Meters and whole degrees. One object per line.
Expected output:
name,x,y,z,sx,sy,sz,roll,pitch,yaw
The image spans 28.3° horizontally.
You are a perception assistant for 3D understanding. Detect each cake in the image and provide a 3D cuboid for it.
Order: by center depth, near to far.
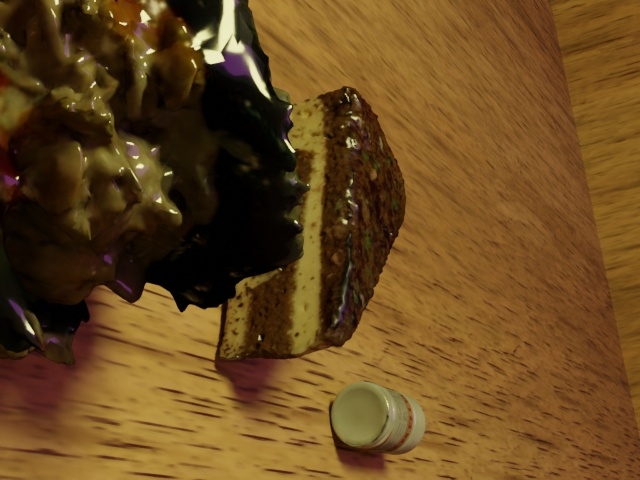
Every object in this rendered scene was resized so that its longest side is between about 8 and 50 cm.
cake,0.002,0.011,1.005,0.135,0.112,0.246,53,31,-49

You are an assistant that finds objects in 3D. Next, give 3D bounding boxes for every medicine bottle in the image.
medicine bottle,0.051,0.155,1.101,0.089,0.057,0.057,30,49,-61

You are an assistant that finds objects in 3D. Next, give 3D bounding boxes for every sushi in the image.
sushi,-0.133,-0.056,0.642,0.238,0.219,0.225,55,-23,22
